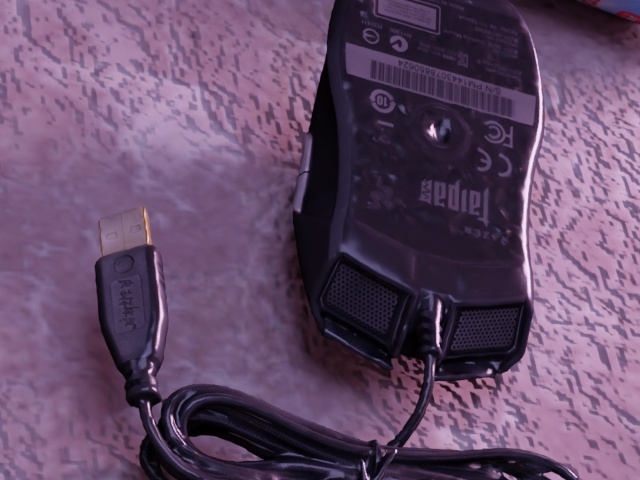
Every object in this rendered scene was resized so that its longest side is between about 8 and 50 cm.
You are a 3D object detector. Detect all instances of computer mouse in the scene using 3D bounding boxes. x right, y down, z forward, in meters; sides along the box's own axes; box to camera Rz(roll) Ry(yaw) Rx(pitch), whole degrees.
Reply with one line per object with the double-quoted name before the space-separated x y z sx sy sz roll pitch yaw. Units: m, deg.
"computer mouse" 0.000 0.000 0.741 0.184 0.060 0.262 9 58 -19

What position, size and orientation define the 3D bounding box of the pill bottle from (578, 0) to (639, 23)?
"pill bottle" 0.140 -0.152 0.909 0.160 0.087 0.087 21 45 -2
